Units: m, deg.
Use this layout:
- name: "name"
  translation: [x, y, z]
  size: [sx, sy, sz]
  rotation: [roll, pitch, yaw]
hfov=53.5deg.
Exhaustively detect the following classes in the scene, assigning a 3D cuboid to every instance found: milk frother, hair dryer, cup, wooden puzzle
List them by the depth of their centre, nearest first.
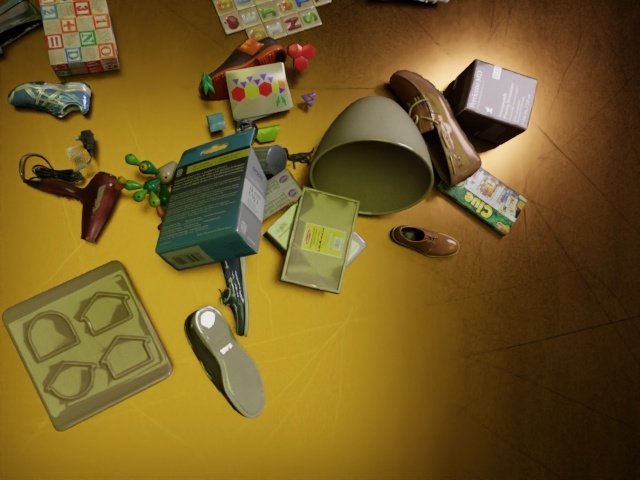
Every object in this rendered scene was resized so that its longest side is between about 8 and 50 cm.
- name: "wooden puzzle"
  translation: [-0.601, 0.268, 1.658]
  size: [0.322, 0.080, 0.347]
  rotation: [-26, 84, -13]
- name: "hair dryer"
  translation: [-0.653, -0.131, 1.706]
  size: [0.224, 0.080, 0.293]
  rotation: [-26, 82, 1]
- name: "milk frother"
  translation: [-0.169, -0.257, 1.751]
  size: [0.129, 0.135, 0.143]
  rotation: [-53, 131, -36]
- name: "cup"
  translation: [0.144, -0.258, 1.764]
  size: [0.332, 0.331, 0.236]
  rotation: [11, 57, -9]

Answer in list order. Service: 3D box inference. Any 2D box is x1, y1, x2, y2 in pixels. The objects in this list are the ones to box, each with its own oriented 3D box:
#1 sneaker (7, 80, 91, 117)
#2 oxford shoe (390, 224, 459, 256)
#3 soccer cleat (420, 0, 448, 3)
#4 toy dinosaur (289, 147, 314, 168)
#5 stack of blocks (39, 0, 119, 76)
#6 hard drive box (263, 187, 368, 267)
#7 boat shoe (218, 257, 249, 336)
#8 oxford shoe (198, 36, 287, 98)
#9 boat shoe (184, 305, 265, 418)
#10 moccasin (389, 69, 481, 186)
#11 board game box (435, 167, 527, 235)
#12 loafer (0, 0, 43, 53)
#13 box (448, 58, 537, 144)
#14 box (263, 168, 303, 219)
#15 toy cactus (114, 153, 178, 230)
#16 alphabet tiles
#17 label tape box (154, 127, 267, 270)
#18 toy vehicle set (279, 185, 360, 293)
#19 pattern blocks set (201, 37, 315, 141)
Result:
- name: "sneaker"
  translation: [-0.725, -0.376, 1.702]
  size: [0.211, 0.080, 0.081]
  rotation: [-7, 82, -10]
- name: "oxford shoe"
  translation: [0.315, 0.003, 1.862]
  size: [0.213, 0.076, 0.076]
  rotation: [12, 80, -11]
- name: "soccer cleat"
  translation: [0.317, -0.778, 1.931]
  size: [0.332, 0.116, 0.143]
  rotation: [-24, 88, -13]
- name: "toy dinosaur"
  translation: [-0.070, -0.239, 1.845]
  size: [0.082, 0.047, 0.090]
  rotation: [17, 47, 0]
- name: "stack of blocks"
  translation: [-0.666, -0.613, 1.737]
  size: [0.171, 0.087, 0.296]
  rotation: [-11, 86, -12]
- name: "hard drive box"
  translation: [-0.015, -0.001, 1.791]
  size: [0.232, 0.089, 0.181]
  rotation: [46, 78, -2]
- name: "boat shoe"
  translation: [-0.237, 0.138, 1.729]
  size: [0.079, 0.095, 0.254]
  rotation: [-5, 83, -13]
- name: "oxford shoe"
  translation: [-0.233, -0.495, 1.821]
  size: [0.272, 0.096, 0.098]
  rotation: [-28, 60, -9]
- name: "boat shoe"
  translation: [-0.260, 0.332, 1.702]
  size: [0.117, 0.097, 0.324]
  rotation: [-31, 92, -44]
- name: "moccasin"
  translation: [0.314, -0.331, 1.871]
  size: [0.147, 0.139, 0.379]
  rotation: [-31, 92, -17]
- name: "board game box"
  translation: [0.492, -0.141, 1.936]
  size: [0.260, 0.030, 0.136]
  rotation: [34, 80, -5]
- name: "loafer"
  translation: [-0.861, -0.542, 1.692]
  size: [0.084, 0.096, 0.267]
  rotation: [43, 76, -10]
- name: "box"
  translation: [0.505, -0.408, 1.898]
  size: [0.203, 0.167, 0.168]
  rotation: [16, 81, -9]
- name: "box"
  translation: [-0.202, -0.073, 1.719]
  size: [0.324, 0.063, 0.067]
  rotation: [-32, 47, 5]
- name: "toy cactus"
  translation: [-0.449, -0.150, 1.714]
  size: [0.218, 0.112, 0.180]
  rotation: [56, 41, -20]
- name: "alphabet tiles"
  translation: [-0.153, -0.739, 1.890]
  size: [0.343, 0.011, 0.284]
  rotation: [-22, 88, -12]
- name: "label tape box"
  translation: [-0.272, -0.109, 1.666]
  size: [0.249, 0.115, 0.347]
  rotation: [-13, 50, 23]
- name: "toy vehicle set"
  translation: [0.000, 0.000, 1.729]
  size: [0.166, 0.035, 0.266]
  rotation: [15, 80, -9]
- name: "pattern blocks set"
  translation: [-0.170, -0.420, 1.786]
  size: [0.325, 0.026, 0.285]
  rotation: [-6, 110, -18]
